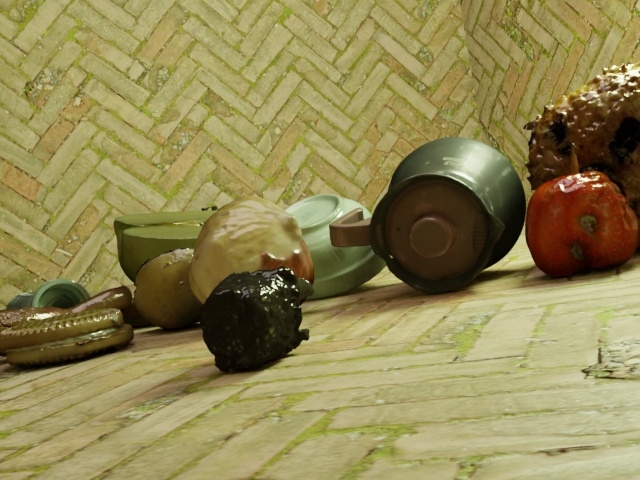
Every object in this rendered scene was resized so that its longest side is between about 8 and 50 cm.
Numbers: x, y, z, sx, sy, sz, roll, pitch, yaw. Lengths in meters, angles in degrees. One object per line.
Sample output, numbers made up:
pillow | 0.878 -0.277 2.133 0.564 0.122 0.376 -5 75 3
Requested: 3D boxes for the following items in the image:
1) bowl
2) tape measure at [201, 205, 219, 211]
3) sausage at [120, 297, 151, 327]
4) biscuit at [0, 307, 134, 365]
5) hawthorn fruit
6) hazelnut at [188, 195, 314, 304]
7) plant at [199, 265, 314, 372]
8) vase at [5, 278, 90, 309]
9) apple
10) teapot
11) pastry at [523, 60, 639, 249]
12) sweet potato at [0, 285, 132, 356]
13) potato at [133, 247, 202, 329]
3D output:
bowl | 0.000 0.000 2.004 0.307 0.163 0.307 -16 26 8
tape measure | -0.280 0.091 2.462 0.098 0.215 0.351 -10 46 -5
sausage | -0.328 0.148 1.943 0.372 0.082 0.082 -10 2 15
biscuit | -0.490 0.185 1.653 0.259 0.079 0.259 -10 1 0
hawthorn fruit | 0.475 -0.059 1.590 0.208 0.243 0.207 -7 2 0
hazelnut | -0.128 0.035 1.701 0.261 0.261 0.241 -12 -28 -48
plant | -0.091 0.107 1.247 0.142 0.131 0.203 -10 12 24
vase | -0.662 0.173 2.053 0.143 0.143 0.299 -11 0 -35
apple | -0.305 -0.007 2.075 0.360 0.320 0.311 -2 -34 -19
teapot | 0.222 -0.047 1.772 0.376 0.305 0.362 -4 11 19
pastry | 0.596 -0.158 1.765 0.337 0.405 0.292 -6 21 16
sweet potato | -0.573 0.178 1.818 0.385 0.109 0.109 -11 2 -37
potato | -0.293 0.125 1.789 0.202 0.182 0.117 -24 41 2
